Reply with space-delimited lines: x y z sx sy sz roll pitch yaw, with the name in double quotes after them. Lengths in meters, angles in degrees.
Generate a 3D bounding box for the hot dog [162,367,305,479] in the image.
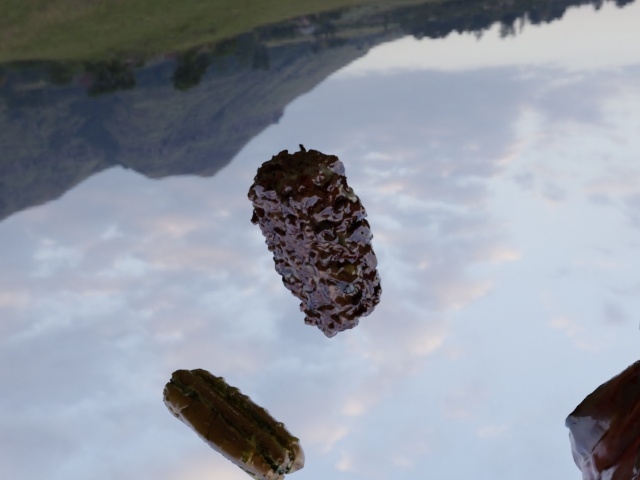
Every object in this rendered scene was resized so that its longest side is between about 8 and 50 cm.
-0.142 0.282 1.264 0.269 0.072 0.115 29 -140 27 "hot dog"

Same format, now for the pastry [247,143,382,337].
0.001 0.000 0.894 0.097 0.209 0.115 -34 -162 -32 "pastry"

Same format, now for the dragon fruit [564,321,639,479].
0.195 0.109 0.428 0.152 0.317 0.205 33 -166 -17 "dragon fruit"
